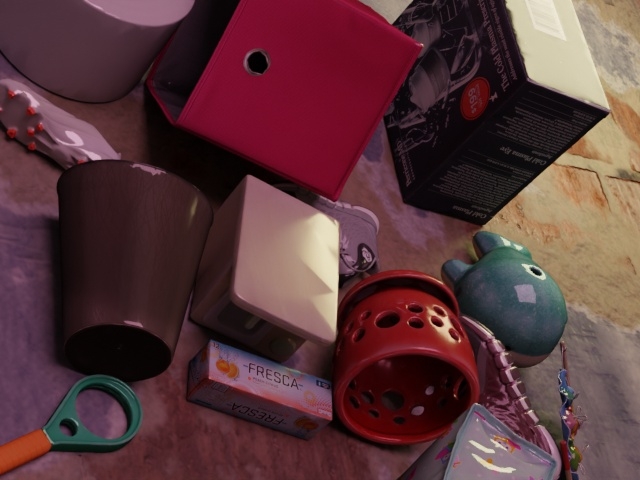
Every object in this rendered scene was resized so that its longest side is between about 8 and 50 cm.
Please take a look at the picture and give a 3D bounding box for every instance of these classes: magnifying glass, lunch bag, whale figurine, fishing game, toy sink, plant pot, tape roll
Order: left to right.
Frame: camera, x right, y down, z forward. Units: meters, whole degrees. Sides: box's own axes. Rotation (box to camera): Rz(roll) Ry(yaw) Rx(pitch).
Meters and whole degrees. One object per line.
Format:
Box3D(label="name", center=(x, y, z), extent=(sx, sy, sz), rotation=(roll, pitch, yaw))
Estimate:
Box3D(label="magnifying glass", center=(-0.292, 0.215, 1.510), extent=(0.231, 0.026, 0.092), rotation=(-23, 72, -48))
Box3D(label="tape roll", center=(-0.317, -0.335, 1.857), extent=(0.246, 0.169, 0.246), rotation=(22, 44, -23))
Box3D(label="toy sink", center=(-0.073, 0.058, 1.752), extent=(0.152, 0.131, 0.234), rotation=(26, 38, -21))
Box3D(label="plant pot", center=(0.106, 0.150, 1.786), extent=(0.191, 0.191, 0.174), rotation=(24, 34, -23))
Box3D(label="lunch bag", center=(0.141, 0.360, 1.597), extent=(0.160, 0.223, 0.262), rotation=(36, 41, -1))
Box3D(label="whale figurine", center=(0.290, 0.065, 2.040), extent=(0.216, 0.141, 0.272), rotation=(24, 35, -9))
Box3D(label="fishing game", center=(0.365, 0.277, 1.923), extent=(0.264, 0.041, 0.189), rotation=(-70, 150, -64))

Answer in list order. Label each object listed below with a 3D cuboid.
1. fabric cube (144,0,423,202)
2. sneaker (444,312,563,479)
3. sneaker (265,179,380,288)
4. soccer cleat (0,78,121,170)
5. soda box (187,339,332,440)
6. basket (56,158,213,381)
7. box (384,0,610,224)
Box3D(label="fabric cube", center=(-0.059, -0.245, 1.867), extent=(0.258, 0.254, 0.259), rotation=(25, 12, -24))
Box3D(label="sneaker", center=(0.206, 0.238, 1.847), extent=(0.162, 0.106, 0.281), rotation=(-24, 75, -40))
Box3D(label="sneaker", center=(0.000, 0.000, 1.903), extent=(0.228, 0.086, 0.132), rotation=(14, 50, -33))
Box3D(label="soccer cleat", center=(-0.345, -0.143, 1.752), extent=(0.196, 0.068, 0.076), rotation=(41, 34, -15))
Box3D(label="soda box", center=(-0.076, 0.189, 1.691), extent=(0.183, 0.058, 0.063), rotation=(23, 44, -25))
Box3D(label="basket", center=(-0.231, 0.042, 1.621), extent=(0.204, 0.154, 0.227), rotation=(20, 49, -24))
Box3D(label="box", center=(0.260, -0.260, 2.171), extent=(0.178, 0.312, 0.343), rotation=(15, 47, -31))
